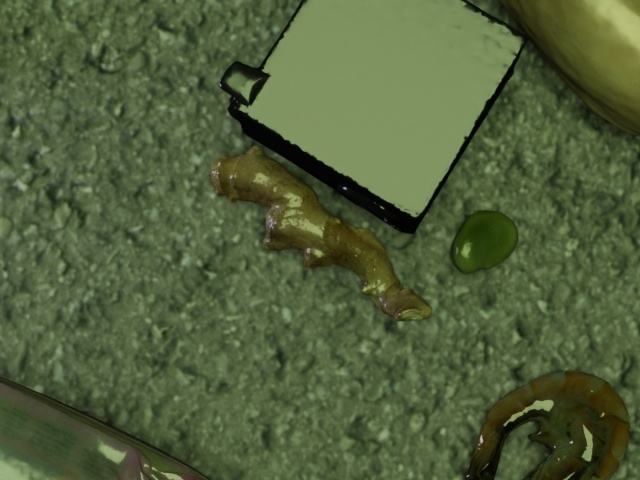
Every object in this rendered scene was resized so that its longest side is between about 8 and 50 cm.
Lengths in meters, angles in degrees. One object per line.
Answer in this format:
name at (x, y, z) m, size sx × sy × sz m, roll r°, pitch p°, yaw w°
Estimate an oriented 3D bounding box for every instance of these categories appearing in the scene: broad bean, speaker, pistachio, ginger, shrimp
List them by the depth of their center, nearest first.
speaker at (0.050, -0.166, 1.776) m, size 0.254 × 0.184 × 0.232 m, roll 31°, pitch 86°, yaw 3°
pistachio at (0.318, -0.227, 1.798) m, size 0.299 × 0.187 × 0.187 m, roll 41°, pitch 86°, yaw 7°
shrimp at (0.226, 0.244, 1.815) m, size 0.254 × 0.059 × 0.145 m, roll -43°, pitch 86°, yaw -5°
ginger at (0.000, 0.000, 1.818) m, size 0.288 × 0.075 × 0.089 m, roll 41°, pitch 84°, yaw 4°
broad bean at (0.177, 0.001, 1.838) m, size 0.083 × 0.045 × 0.063 m, roll -35°, pitch 89°, yaw -12°

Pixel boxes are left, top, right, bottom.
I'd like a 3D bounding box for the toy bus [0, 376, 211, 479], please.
toy bus at (-0.274, 0.256, 1.742) m, size 0.386 × 0.171 × 0.162 m, roll 25°, pitch 82°, yaw -1°
